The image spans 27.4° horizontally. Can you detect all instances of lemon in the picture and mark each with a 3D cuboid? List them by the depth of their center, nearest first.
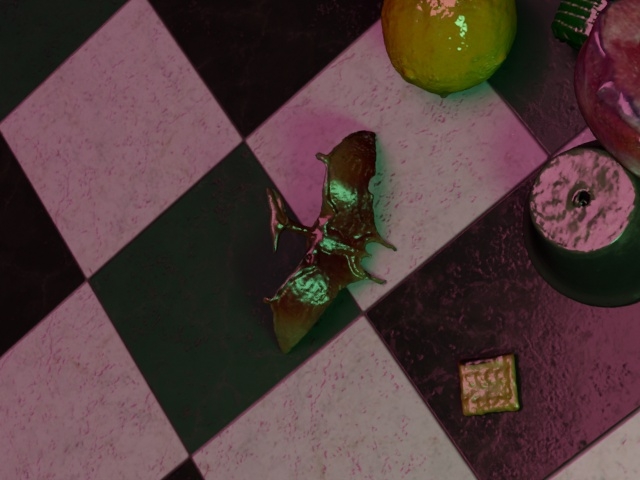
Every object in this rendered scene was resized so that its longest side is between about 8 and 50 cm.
[{"bbox_3d":[0.181,-0.309,1.852,0.192,0.192,0.231,16,127,27],"label":"lemon"}]

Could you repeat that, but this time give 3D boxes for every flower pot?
[{"bbox_3d":[0.363,-0.040,1.739,0.235,0.148,0.235,-6,76,24],"label":"flower pot"}]

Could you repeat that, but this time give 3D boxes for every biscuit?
[{"bbox_3d":[0.234,0.200,1.822,0.083,0.018,0.081,-11,75,24],"label":"biscuit"}]

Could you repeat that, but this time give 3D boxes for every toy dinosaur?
[{"bbox_3d":[0.006,0.008,1.925,0.206,0.113,0.327,-5,98,-12],"label":"toy dinosaur"}]

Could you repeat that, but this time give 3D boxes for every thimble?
[{"bbox_3d":[0.389,-0.296,1.798,0.130,0.118,0.090,33,98,48],"label":"thimble"}]

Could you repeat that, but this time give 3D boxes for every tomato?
[{"bbox_3d":[0.457,-0.170,1.663,0.176,0.335,0.290,-45,63,60],"label":"tomato"}]
